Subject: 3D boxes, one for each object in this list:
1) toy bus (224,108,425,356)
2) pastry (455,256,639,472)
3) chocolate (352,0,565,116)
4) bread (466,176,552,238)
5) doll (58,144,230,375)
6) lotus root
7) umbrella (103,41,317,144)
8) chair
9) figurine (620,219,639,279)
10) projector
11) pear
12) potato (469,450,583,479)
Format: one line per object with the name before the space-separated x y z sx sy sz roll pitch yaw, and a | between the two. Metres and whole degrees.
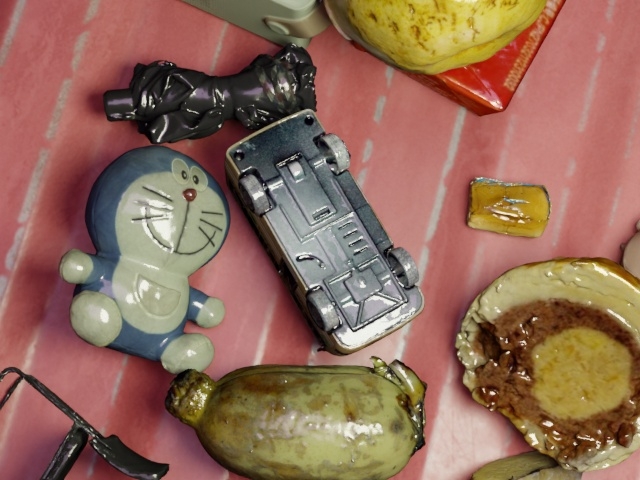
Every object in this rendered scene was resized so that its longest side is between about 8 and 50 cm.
toy bus | 0.000 0.000 1.430 0.139 0.157 0.289 -30 80 -14
pastry | 0.312 0.125 1.414 0.256 0.170 0.236 39 112 12
chocolate | 0.183 -0.305 1.529 0.235 0.108 0.237 28 77 2
bread | 0.244 -0.043 1.509 0.106 0.053 0.072 8 75 2
doll | -0.204 0.016 1.415 0.228 0.154 0.258 22 84 -34
lotus root | -0.028 0.212 1.380 0.309 0.173 0.173 3 79 2
umbrella | -0.136 -0.179 1.477 0.273 0.110 0.122 -5 80 -7
chair | -0.304 0.265 1.366 0.221 0.140 0.145 32 78 -1
figurine | 0.439 0.041 1.480 0.125 0.125 0.138 16 63 -1
projector | -0.069 -0.357 1.483 0.243 0.177 0.163 23 80 2
pear | 0.135 -0.326 1.347 0.271 0.271 0.271 1 79 -4
potato | 0.240 0.315 1.436 0.172 0.089 0.100 -13 101 -38
